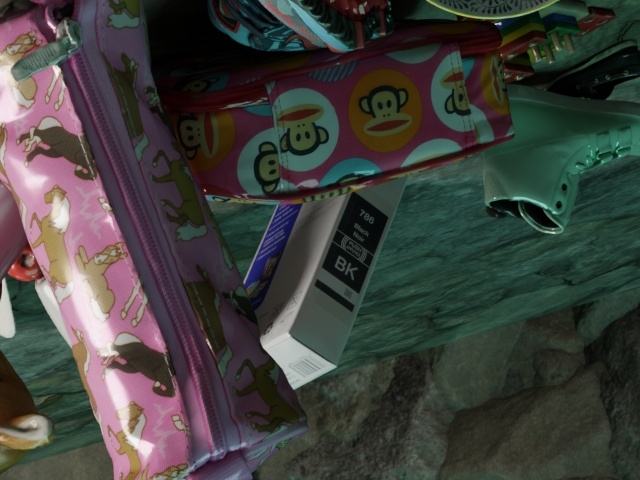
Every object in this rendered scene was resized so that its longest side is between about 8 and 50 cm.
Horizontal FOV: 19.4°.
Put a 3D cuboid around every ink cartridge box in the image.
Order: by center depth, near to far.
[{"bbox_3d":[0.000,0.000,1.779,0.065,0.332,0.165,34,144,-18],"label":"ink cartridge box"}]

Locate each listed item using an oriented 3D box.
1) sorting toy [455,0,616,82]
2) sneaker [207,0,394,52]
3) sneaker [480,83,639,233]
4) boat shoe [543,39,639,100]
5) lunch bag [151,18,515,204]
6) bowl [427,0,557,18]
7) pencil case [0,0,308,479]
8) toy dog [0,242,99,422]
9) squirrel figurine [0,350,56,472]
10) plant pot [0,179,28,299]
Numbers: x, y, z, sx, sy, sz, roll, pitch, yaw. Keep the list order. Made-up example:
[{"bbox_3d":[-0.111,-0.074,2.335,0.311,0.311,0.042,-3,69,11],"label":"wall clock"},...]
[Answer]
[{"bbox_3d":[0.180,-0.184,1.783,0.132,0.046,0.274,-26,166,33],"label":"sorting toy"},{"bbox_3d":[-0.025,-0.171,1.366,0.125,0.104,0.262,-15,178,13],"label":"sneaker"},{"bbox_3d":[0.277,-0.075,2.007,0.256,0.151,0.094,6,167,-24],"label":"sneaker"},{"bbox_3d":[0.292,-0.170,2.012,0.049,0.042,0.133,-8,166,-46],"label":"boat shoe"},{"bbox_3d":[-0.007,-0.111,1.571,0.293,0.120,0.258,-13,-169,-19],"label":"lunch bag"},{"bbox_3d":[0.115,-0.242,1.270,0.170,0.170,0.080,-19,-162,4],"label":"bowl"},{"bbox_3d":[-0.138,0.002,1.350,0.160,0.386,0.167,-23,176,28],"label":"pencil case"},{"bbox_3d":[-0.208,0.038,1.705,0.220,0.333,0.161,-30,-172,4],"label":"toy dog"},{"bbox_3d":[-0.471,0.255,1.974,0.370,0.397,0.281,2,153,-35],"label":"squirrel figurine"},{"bbox_3d":[-0.306,-0.032,1.474,0.180,0.201,0.201,-41,159,24],"label":"plant pot"}]
